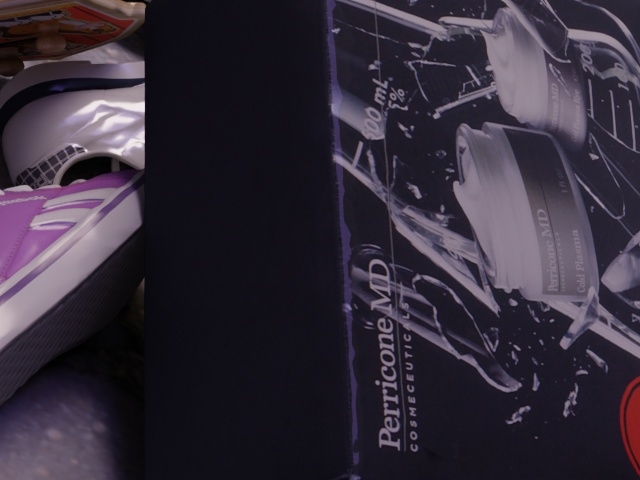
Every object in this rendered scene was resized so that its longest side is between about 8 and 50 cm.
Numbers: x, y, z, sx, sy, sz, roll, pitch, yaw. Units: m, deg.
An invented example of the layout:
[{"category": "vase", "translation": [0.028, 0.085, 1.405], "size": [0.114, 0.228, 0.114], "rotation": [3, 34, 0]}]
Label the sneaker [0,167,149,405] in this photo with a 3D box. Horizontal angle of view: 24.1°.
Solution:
[{"category": "sneaker", "translation": [-0.191, -0.007, 0.842], "size": [0.161, 0.102, 0.282], "rotation": [33, 27, 9]}]

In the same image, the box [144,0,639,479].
[{"category": "box", "translation": [0.077, 0.015, 0.843], "size": [0.312, 0.179, 0.343], "rotation": [14, 60, -34]}]

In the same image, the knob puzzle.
[{"category": "knob puzzle", "translation": [-0.206, -0.128, 1.001], "size": [0.213, 0.213, 0.030], "rotation": [-7, 88, -51]}]

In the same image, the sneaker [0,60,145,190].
[{"category": "sneaker", "translation": [-0.103, -0.072, 1.028], "size": [0.235, 0.090, 0.095], "rotation": [-13, 60, -25]}]

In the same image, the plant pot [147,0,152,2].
[{"category": "plant pot", "translation": [-0.072, -0.340, 1.268], "size": [0.293, 0.196, 0.293], "rotation": [16, 35, -12]}]
